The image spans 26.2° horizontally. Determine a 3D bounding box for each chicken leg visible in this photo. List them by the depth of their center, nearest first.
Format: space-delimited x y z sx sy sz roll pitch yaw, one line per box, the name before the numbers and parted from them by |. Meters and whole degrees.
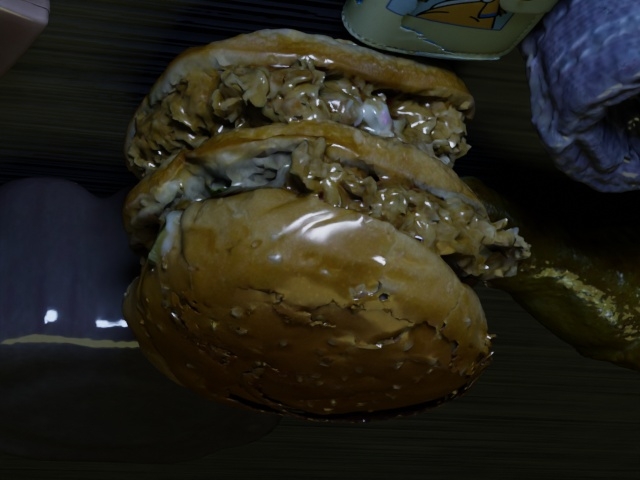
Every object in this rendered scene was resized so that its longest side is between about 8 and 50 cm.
chicken leg | 0.221 0.025 1.045 0.211 0.140 0.361 -15 157 40

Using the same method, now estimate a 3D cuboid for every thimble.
thimble | 0.198 -0.101 0.823 0.150 0.098 0.150 -4 154 -2

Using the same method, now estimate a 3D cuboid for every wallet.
wallet | 0.090 -0.154 0.763 0.110 0.039 0.155 7 154 -19

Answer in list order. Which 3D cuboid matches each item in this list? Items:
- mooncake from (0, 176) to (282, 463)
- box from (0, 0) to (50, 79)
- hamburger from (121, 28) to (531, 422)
mooncake | -0.168 0.066 1.063 0.306 0.154 0.306 -4 156 -2
box | -0.206 -0.116 0.820 0.048 0.025 0.115 13 149 -35
hamburger | -0.001 -0.011 0.856 0.260 0.211 0.245 -4 156 12
